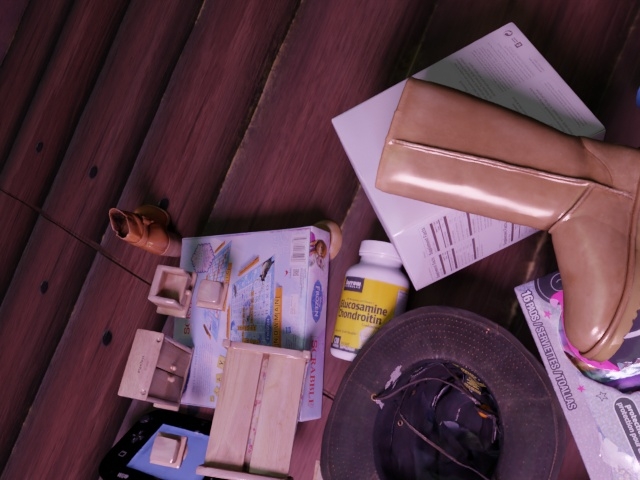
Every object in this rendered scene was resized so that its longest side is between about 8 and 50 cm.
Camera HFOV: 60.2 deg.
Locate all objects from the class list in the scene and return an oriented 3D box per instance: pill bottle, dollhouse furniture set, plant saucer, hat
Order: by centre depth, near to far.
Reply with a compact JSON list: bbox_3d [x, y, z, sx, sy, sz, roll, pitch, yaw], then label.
[{"bbox_3d":[0.164,0.261,0.732,0.331,0.134,0.332,-11,67,28],"label":"hat"},{"bbox_3d":[0.081,0.097,0.856,0.103,0.103,0.184,5,79,35],"label":"pill bottle"},{"bbox_3d":[-0.114,0.224,0.910,0.355,0.174,0.304,8,71,6],"label":"dollhouse furniture set"},{"bbox_3d":[0.000,0.000,0.996,0.083,0.015,0.084,-11,70,32],"label":"plant saucer"}]

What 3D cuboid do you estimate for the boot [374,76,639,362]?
[{"bbox_3d":[0.186,-0.029,0.569,0.269,0.089,0.236,18,74,10],"label":"boot"}]

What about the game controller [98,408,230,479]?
[{"bbox_3d":[-0.247,0.386,0.973,0.319,0.166,0.067,-1,112,34],"label":"game controller"}]

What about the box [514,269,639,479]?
[{"bbox_3d":[0.345,0.152,0.619,0.142,0.163,0.248,-27,62,24],"label":"box"}]

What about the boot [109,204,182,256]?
[{"bbox_3d":[-0.394,-0.040,1.194,0.197,0.152,0.073,35,97,36],"label":"boot"}]

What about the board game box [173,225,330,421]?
[{"bbox_3d":[-0.136,0.145,1.005,0.317,0.065,0.319,-3,77,34],"label":"board game box"}]

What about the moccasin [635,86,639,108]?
[{"bbox_3d":[0.538,-0.258,0.631,0.342,0.137,0.117,-43,61,18],"label":"moccasin"}]

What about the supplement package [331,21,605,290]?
[{"bbox_3d":[0.190,-0.101,0.743,0.262,0.198,0.199,-27,60,5],"label":"supplement package"}]
